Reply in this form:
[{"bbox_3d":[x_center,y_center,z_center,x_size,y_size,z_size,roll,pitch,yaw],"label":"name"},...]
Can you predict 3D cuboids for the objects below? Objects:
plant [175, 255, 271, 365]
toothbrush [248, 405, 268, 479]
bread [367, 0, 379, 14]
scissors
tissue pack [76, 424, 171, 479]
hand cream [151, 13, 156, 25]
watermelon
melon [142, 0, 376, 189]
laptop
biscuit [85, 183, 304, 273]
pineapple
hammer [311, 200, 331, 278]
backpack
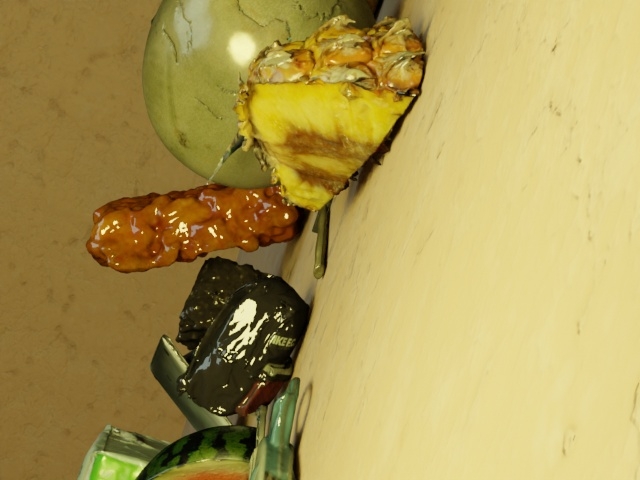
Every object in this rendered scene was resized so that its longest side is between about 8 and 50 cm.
[{"bbox_3d":[-0.145,0.132,2.111,0.142,0.131,0.203,120,172,-70],"label":"plant"},{"bbox_3d":[-0.079,0.267,1.615,0.294,0.028,0.026,-89,15,-52],"label":"toothbrush"},{"bbox_3d":[0.050,-0.368,1.978,0.200,0.077,0.116,-76,5,-45],"label":"bread"},{"bbox_3d":[-0.044,0.220,1.309,0.289,0.041,0.138,-81,8,-78],"label":"scissors"},{"bbox_3d":[-0.282,0.488,2.003,0.332,0.205,0.405,171,116,-84],"label":"tissue pack"},{"bbox_3d":[-0.114,-0.207,2.041,0.076,0.336,0.121,-29,34,23],"label":"hand cream"},{"bbox_3d":[-0.137,0.273,1.755,0.193,0.137,0.145,-21,-36,-39],"label":"watermelon"},{"bbox_3d":[-0.064,-0.207,1.649,0.330,0.268,0.268,122,165,-51],"label":"melon"},{"bbox_3d":[-0.182,0.233,2.057,0.015,0.188,0.269,-36,-5,-17],"label":"laptop"},{"bbox_3d":[-0.179,-0.028,2.114,0.318,0.312,0.111,-79,-22,-85],"label":"biscuit"},{"bbox_3d":[-0.003,-0.155,1.430,0.334,0.158,0.161,119,167,-68],"label":"pineapple"},{"bbox_3d":[0.000,0.000,1.685,0.199,0.013,0.062,-84,12,-66],"label":"hammer"},{"bbox_3d":[-0.076,0.123,1.614,0.165,0.106,0.120,-54,-11,18],"label":"backpack"}]
